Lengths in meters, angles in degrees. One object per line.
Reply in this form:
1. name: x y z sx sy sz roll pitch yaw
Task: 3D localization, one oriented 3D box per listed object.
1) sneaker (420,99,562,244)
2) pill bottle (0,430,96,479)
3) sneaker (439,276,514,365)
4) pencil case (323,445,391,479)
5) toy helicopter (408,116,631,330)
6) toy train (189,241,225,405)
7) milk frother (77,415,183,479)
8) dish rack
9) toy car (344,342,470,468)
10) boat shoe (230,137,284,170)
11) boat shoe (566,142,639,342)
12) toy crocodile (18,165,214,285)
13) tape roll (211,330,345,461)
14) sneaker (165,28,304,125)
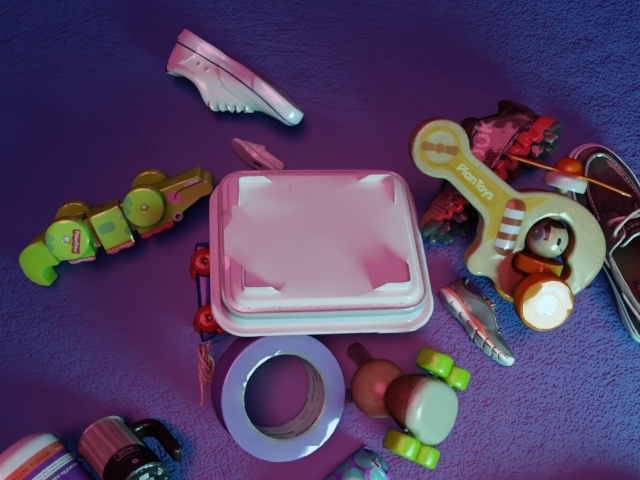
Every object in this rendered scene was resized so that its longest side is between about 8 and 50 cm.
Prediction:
1. sneaker: 0.246 -0.116 1.209 0.276 0.097 0.135 -45 70 0
2. pill bottle: -0.360 0.444 1.088 0.323 0.181 0.181 44 85 6
3. sneaker: 0.256 0.121 1.181 0.065 0.061 0.158 -37 79 -10
4. pencil case: 0.035 0.381 1.140 0.151 0.064 0.070 -42 63 -4
5. toy helicopter: 0.277 -0.058 1.091 0.355 0.140 0.235 40 100 -16
6. toy train: -0.126 0.125 1.192 0.143 0.105 0.248 -4 80 -12
7. milk frother: -0.284 0.358 1.156 0.134 0.129 0.143 30 114 43
8. dish rack: 0.000 0.000 1.145 0.332 0.072 0.286 -1 59 -7
9. toy car: 0.104 0.232 1.155 0.188 0.149 0.155 16 75 36
10. boat shoe: -0.104 -0.144 1.272 0.100 0.035 0.035 35 56 13
11. boat shoe: 0.477 -0.005 1.158 0.121 0.119 0.335 -21 78 0
12. toy crocodile: -0.326 -0.029 1.223 0.340 0.115 0.105 -23 112 -1
13. tape roll: -0.063 0.226 1.133 0.188 0.080 0.189 0 91 -19
14. sneaker: -0.146 -0.252 1.275 0.258 0.094 0.091 35 101 14
